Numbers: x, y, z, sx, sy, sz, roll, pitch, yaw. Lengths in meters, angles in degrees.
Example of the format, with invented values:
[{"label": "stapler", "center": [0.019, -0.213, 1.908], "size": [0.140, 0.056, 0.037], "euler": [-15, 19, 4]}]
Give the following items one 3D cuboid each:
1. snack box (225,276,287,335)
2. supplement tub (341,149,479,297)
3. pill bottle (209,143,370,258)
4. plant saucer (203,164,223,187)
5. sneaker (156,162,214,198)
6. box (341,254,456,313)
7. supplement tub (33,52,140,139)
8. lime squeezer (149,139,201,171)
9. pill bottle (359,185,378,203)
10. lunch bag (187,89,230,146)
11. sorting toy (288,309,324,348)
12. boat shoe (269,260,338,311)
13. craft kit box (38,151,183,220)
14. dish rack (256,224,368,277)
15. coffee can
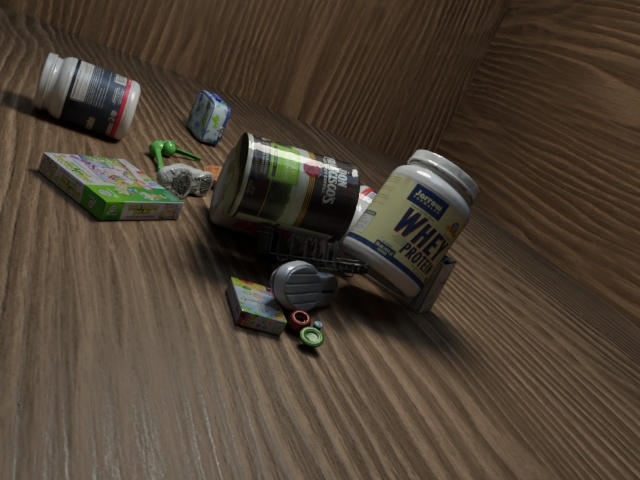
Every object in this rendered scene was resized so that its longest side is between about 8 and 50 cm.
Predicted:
[{"label": "snack box", "center": [-0.134, 0.134, 1.319], "size": [0.100, 0.037, 0.141], "euler": [17, 19, -23]}, {"label": "supplement tub", "center": [0.231, -0.043, 1.634], "size": [0.235, 0.325, 0.235], "euler": [35, -5, 4]}, {"label": "pill bottle", "center": [-0.075, -0.090, 1.739], "size": [0.407, 0.229, 0.229], "euler": [19, 18, -20]}, {"label": "plant saucer", "center": [-0.282, -0.180, 2.038], "size": [0.200, 0.037, 0.200], "euler": [23, 16, -7]}, {"label": "sneaker", "center": [-0.403, -0.174, 1.798], "size": [0.115, 0.090, 0.232], "euler": [24, 7, 18]}, {"label": "box", "center": [0.216, 0.059, 1.819], "size": [0.290, 0.169, 0.087], "euler": [36, 22, 27]}, {"label": "supplement tub", "center": [-0.702, -0.434, 1.936], "size": [0.272, 0.191, 0.191], "euler": [18, 19, -23]}, {"label": "lime squeezer", "center": [-0.475, -0.279, 2.029], "size": [0.110, 0.059, 0.310], "euler": [27, 16, 5]}, {"label": "pill bottle", "center": [0.209, -0.019, 1.988], "size": [0.323, 0.181, 0.181], "euler": [36, 19, 16]}, {"label": "lunch bag", "center": [-0.429, -0.476, 2.468], "size": [0.090, 0.176, 0.219], "euler": [13, 20, -34]}, {"label": "sorting toy", "center": [-0.029, 0.189, 1.315], "size": [0.061, 0.042, 0.102], "euler": [-5, 44, -31]}, {"label": "boat shoe", "center": [-0.052, 0.101, 1.425], "size": [0.094, 0.109, 0.302], "euler": [14, -4, 21]}, {"label": "craft kit box", "center": [-0.504, -0.130, 1.555], "size": [0.250, 0.061, 0.246], "euler": [33, 21, 25]}, {"label": "dish rack", "center": [-0.016, 0.032, 1.538], "size": [0.271, 0.074, 0.208], "euler": [9, -7, 4]}, {"label": "coffee can", "center": [-0.072, -0.120, 1.511], "size": [0.275, 0.201, 0.201], "euler": [13, 20, -19]}]
